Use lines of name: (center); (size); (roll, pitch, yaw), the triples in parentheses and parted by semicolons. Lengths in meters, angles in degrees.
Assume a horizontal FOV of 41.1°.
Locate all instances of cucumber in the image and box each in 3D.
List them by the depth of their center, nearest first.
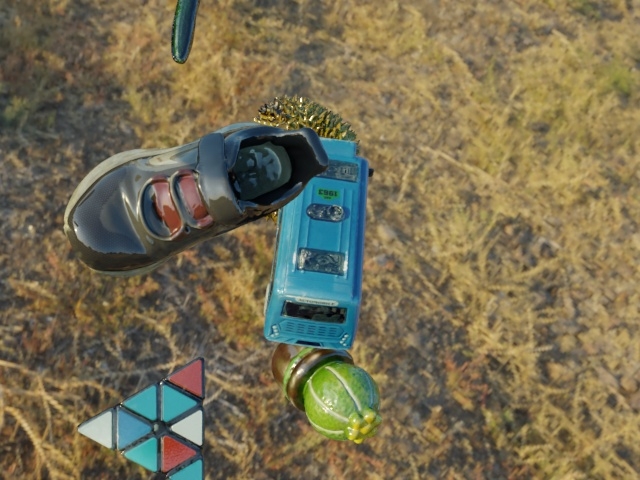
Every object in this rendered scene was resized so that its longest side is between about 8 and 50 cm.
cucumber: (-0.193, -0.327, 1.234); (0.036, 0.033, 0.184); (14, 64, -12)

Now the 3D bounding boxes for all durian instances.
durian: (-0.039, -0.160, 1.702); (0.258, 0.293, 0.258); (7, 72, -21)

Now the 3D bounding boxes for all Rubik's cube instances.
Rubik's cube: (-0.352, 0.335, 1.668); (0.234, 0.250, 0.284); (0, 39, -25)

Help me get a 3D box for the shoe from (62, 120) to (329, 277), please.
shoe: (-0.092, -0.044, 0.692); (0.227, 0.112, 0.099); (-27, 101, -38)

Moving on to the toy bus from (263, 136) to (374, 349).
toy bus: (0.000, 0.000, 1.031); (0.113, 0.134, 0.246); (8, 54, -2)

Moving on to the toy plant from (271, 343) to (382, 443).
toy plant: (0.012, 0.177, 1.020); (0.093, 0.093, 0.162); (-3, 29, -37)
